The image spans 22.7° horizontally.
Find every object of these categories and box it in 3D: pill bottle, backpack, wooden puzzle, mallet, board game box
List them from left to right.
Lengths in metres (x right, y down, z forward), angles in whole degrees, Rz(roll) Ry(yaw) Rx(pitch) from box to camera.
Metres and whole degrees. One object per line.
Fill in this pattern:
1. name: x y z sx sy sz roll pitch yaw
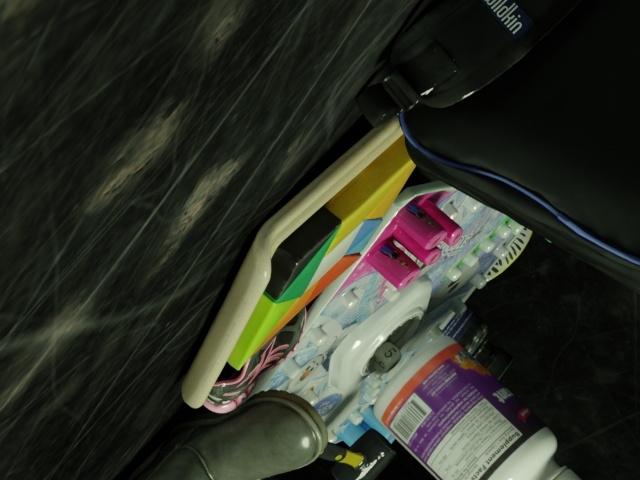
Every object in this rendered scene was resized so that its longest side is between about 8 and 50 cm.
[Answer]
1. wooden puzzle: 0.000 0.000 1.145 0.239 0.044 0.221 -48 173 -35
2. mallet: 0.027 0.192 1.474 0.062 0.039 0.190 -44 159 -3
3. board game box: 0.066 0.096 1.489 0.390 0.050 0.390 -54 161 24
4. pill bottle: 0.146 0.126 2.141 0.123 0.219 0.123 -51 174 -7
5. pill bottle: 0.151 0.190 1.481 0.108 0.193 0.108 -41 162 -16
6. backpack: 0.207 -0.117 1.046 0.263 0.276 0.213 -60 172 -2

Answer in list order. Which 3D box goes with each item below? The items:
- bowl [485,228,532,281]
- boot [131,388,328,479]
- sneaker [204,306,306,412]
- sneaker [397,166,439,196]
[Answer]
1. bowl: 0.137 -0.028 1.715 0.170 0.080 0.170 -21 -142 18
2. boot: -0.110 0.209 1.244 0.189 0.076 0.208 -24 -169 42
3. sneaker: -0.053 0.083 1.269 0.119 0.047 0.057 -51 163 -20
4. sneaker: 0.129 -0.051 1.590 0.153 0.101 0.268 -54 168 24
